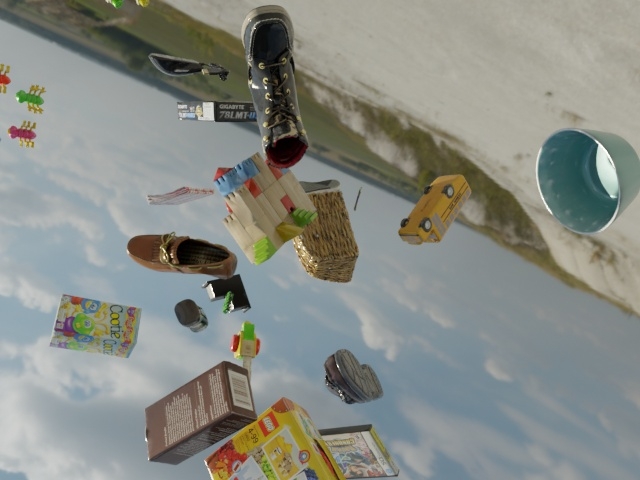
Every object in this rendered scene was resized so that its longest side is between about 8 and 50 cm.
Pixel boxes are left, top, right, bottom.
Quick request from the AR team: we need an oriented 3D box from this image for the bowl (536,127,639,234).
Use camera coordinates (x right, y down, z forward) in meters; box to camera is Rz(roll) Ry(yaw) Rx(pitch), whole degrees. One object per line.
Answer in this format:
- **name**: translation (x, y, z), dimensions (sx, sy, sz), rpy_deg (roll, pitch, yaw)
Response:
- **bowl**: translation (0.791, -0.187, 1.800), dimensions (0.163, 0.312, 0.311), rpy_deg (-18, -154, -20)

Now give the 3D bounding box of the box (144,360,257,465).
- **box**: translation (-0.403, 0.579, 2.080), dimensions (0.143, 0.381, 0.191), rpy_deg (36, -151, -47)

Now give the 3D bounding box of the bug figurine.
- **bug figurine**: translation (-1.005, -0.412, 2.004), dimensions (0.216, 0.279, 0.072), rpy_deg (10, -178, -43)

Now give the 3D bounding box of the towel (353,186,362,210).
- **towel**: translation (0.138, -0.154, 2.315), dimensions (0.009, 0.083, 0.060), rpy_deg (16, -161, 3)

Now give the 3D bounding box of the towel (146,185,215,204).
- **towel**: translation (-0.428, -0.141, 1.936), dimensions (0.144, 0.029, 0.197), rpy_deg (-13, 179, 16)

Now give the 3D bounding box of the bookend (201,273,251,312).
- **bookend**: translation (-0.392, 0.236, 2.607), dimensions (0.156, 0.072, 0.157), rpy_deg (-13, -105, -35)

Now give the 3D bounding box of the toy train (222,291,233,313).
- **toy train**: translation (-0.260, 0.173, 1.748), dimensions (0.017, 0.023, 0.083), rpy_deg (44, -157, -24)

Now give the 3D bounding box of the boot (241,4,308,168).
- **boot**: translation (-0.113, -0.380, 1.606), dimensions (0.138, 0.284, 0.377), rpy_deg (-10, 161, -12)

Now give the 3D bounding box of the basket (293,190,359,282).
- **basket**: translation (0.000, 0.000, 2.302), dimensions (0.213, 0.299, 0.223), rpy_deg (-8, 151, -11)

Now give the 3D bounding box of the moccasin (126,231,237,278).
- **moccasin**: translation (-0.470, 0.044, 2.096), dimensions (0.379, 0.139, 0.147), rpy_deg (14, 154, 11)

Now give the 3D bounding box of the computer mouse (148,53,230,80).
- **computer mouse**: translation (-0.435, -0.569, 2.097), dimensions (0.261, 0.060, 0.184), rpy_deg (0, -156, -32)

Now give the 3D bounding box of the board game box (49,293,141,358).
- **board game box**: translation (-0.793, 0.307, 2.213), dimensions (0.275, 0.144, 0.142), rpy_deg (14, -128, -22)

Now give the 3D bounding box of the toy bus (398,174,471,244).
- **toy bus**: translation (0.419, -0.105, 2.285), dimensions (0.108, 0.333, 0.130), rpy_deg (2, 136, 48)

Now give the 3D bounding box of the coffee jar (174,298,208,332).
- **coffee jar**: translation (-0.455, 0.266, 2.208), dimensions (0.096, 0.079, 0.184), rpy_deg (63, 173, 15)

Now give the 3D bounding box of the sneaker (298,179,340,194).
- **sneaker**: translation (-0.034, -0.160, 2.558), dimensions (0.226, 0.164, 0.086), rpy_deg (-3, -139, -8)

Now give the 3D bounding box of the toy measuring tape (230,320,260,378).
- **toy measuring tape**: translation (-0.291, 0.454, 2.387), dimensions (0.121, 0.121, 0.330), rpy_deg (22, -138, -24)

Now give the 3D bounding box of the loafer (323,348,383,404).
- **loafer**: translation (0.056, 0.305, 1.315), dimensions (0.109, 0.095, 0.302), rpy_deg (66, -171, 25)

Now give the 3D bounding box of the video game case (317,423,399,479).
- **video game case**: translation (0.123, 0.799, 2.348), dimensions (0.248, 0.274, 0.035), rpy_deg (60, -147, -21)

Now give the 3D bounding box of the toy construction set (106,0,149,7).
- **toy construction set**: translation (-0.603, -0.865, 1.930), dimensions (0.151, 0.328, 0.215), rpy_deg (41, -135, 17)

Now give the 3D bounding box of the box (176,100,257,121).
- **box**: translation (-0.298, -0.443, 2.147), dimensions (0.295, 0.074, 0.293), rpy_deg (-8, -163, -35)

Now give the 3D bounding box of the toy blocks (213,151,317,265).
- **toy blocks**: translation (-0.166, -0.120, 1.741), dimensions (0.261, 0.190, 0.381), rpy_deg (56, -149, -10)

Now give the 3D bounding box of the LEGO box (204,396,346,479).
- **LEGO box**: translation (-0.116, 0.860, 2.122), dimensions (0.500, 0.372, 0.193), rpy_deg (52, -177, 39)
